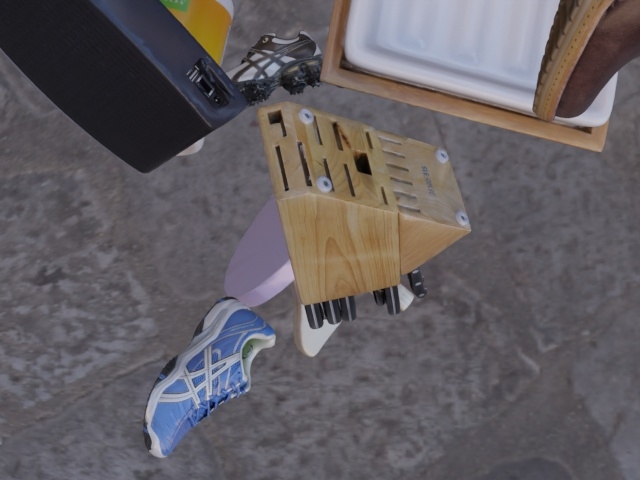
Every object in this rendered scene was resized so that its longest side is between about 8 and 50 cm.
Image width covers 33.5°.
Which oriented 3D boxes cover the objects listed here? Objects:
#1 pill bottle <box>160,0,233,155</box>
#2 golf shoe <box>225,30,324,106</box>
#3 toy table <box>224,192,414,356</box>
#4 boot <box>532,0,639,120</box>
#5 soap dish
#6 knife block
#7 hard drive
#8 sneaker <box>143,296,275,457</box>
[{"bbox_3d":[-0.178,-0.235,1.237,0.136,0.136,0.245,18,75,-26],"label":"pill bottle"},{"bbox_3d":[-0.093,-0.258,1.597,0.198,0.077,0.093,-15,74,-14],"label":"golf shoe"},{"bbox_3d":[0.013,0.011,1.450,0.274,0.252,0.161,-47,117,1],"label":"toy table"},{"bbox_3d":[0.259,-0.137,0.631,0.207,0.248,0.090,23,42,-2],"label":"boot"},{"bbox_3d":[0.151,-0.223,1.035,0.291,0.118,0.228,13,81,-13],"label":"soap dish"},{"bbox_3d":[0.000,0.000,0.960,0.276,0.242,0.088,11,54,-41],"label":"knife block"},{"bbox_3d":[-0.207,-0.175,0.989,0.254,0.172,0.054,45,48,-20],"label":"hard drive"},{"bbox_3d":[-0.133,0.165,1.252,0.081,0.080,0.211,25,71,22],"label":"sneaker"}]
